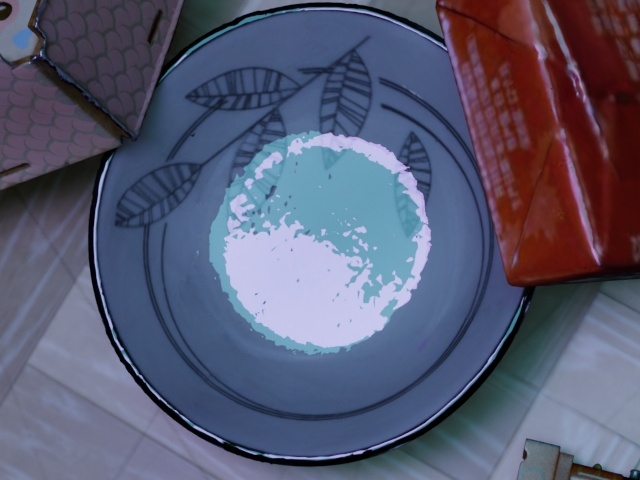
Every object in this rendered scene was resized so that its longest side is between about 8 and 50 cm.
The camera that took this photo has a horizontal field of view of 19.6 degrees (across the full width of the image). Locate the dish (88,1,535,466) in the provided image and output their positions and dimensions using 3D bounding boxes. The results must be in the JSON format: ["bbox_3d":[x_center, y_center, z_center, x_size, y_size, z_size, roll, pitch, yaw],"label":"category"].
[{"bbox_3d":[0.000,0.000,1.282,0.316,0.106,0.316,-1,81,7],"label":"dish"}]

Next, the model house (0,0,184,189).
[{"bbox_3d":[-0.205,-0.163,1.267,0.326,0.169,0.244,-44,51,-2],"label":"model house"}]

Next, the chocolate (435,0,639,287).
[{"bbox_3d":[0.202,-0.082,1.213,0.108,0.237,0.234,-29,71,48],"label":"chocolate"}]

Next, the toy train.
[{"bbox_3d":[0.178,0.177,1.253,0.103,0.044,0.064,13,70,11],"label":"toy train"}]
